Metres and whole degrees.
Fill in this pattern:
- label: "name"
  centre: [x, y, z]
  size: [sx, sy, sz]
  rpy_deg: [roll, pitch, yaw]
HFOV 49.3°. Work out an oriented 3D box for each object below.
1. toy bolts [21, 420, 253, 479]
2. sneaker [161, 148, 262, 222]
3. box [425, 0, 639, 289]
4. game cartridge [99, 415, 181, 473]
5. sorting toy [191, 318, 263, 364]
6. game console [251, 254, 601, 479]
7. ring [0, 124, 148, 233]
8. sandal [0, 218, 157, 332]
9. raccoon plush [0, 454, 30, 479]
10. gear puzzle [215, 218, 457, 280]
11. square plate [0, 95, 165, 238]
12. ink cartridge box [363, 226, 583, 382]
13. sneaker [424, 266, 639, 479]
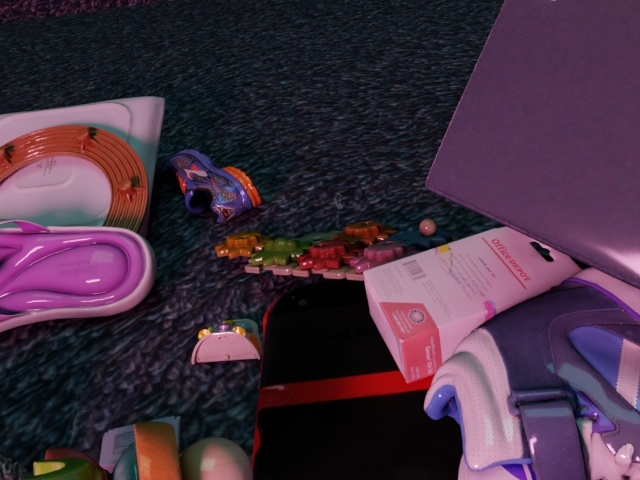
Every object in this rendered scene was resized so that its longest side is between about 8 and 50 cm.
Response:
- label: "toy bolts"
  centre: [-0.139, 0.246, 0.568]
  size: [0.158, 0.218, 0.228]
  rpy_deg: [-6, -2, -17]
- label: "sneaker"
  centre: [-0.197, -0.088, 1.135]
  size: [0.221, 0.083, 0.087]
  rpy_deg: [19, 51, 42]
- label: "box"
  centre: [0.329, -0.066, 0.622]
  size: [0.293, 0.212, 0.395]
  rpy_deg: [30, 13, 30]
- label: "game cartridge"
  centre: [-0.187, 0.214, 0.728]
  size: [0.083, 0.017, 0.056]
  rpy_deg: [-12, 29, -2]
- label: "sorting toy"
  centre: [-0.109, 0.114, 0.846]
  size: [0.083, 0.045, 0.075]
  rpy_deg: [-5, 14, 8]
- label: "game console"
  centre: [0.123, 0.150, 0.714]
  size: [0.386, 0.060, 0.342]
  rpy_deg: [-8, 38, 5]
- label: "ring"
  centre: [-0.426, -0.049, 1.056]
  size: [0.336, 0.032, 0.337]
  rpy_deg: [-4, 58, 6]
- label: "sandal"
  centre: [-0.431, 0.041, 0.919]
  size: [0.416, 0.102, 0.169]
  rpy_deg: [-11, 70, -3]
- label: "raccoon plush"
  centre: [-0.382, 0.243, 0.509]
  size: [0.299, 0.216, 0.446]
  rpy_deg: [-24, 14, -20]
- label: "gear puzzle"
  centre: [0.000, 0.000, 0.922]
  size: [0.338, 0.044, 0.175]
  rpy_deg: [2, 18, 36]
- label: "square plate"
  centre: [-0.443, -0.108, 1.152]
  size: [0.344, 0.049, 0.347]
  rpy_deg: [-5, 54, 5]
- label: "ink cartridge box"
  centre: [0.157, 0.057, 0.721]
  size: [0.198, 0.067, 0.115]
  rpy_deg: [-18, 38, -6]
- label: "sneaker"
  centre: [0.226, 0.171, 0.524]
  size: [0.236, 0.130, 0.323]
  rpy_deg: [-31, 44, -12]
